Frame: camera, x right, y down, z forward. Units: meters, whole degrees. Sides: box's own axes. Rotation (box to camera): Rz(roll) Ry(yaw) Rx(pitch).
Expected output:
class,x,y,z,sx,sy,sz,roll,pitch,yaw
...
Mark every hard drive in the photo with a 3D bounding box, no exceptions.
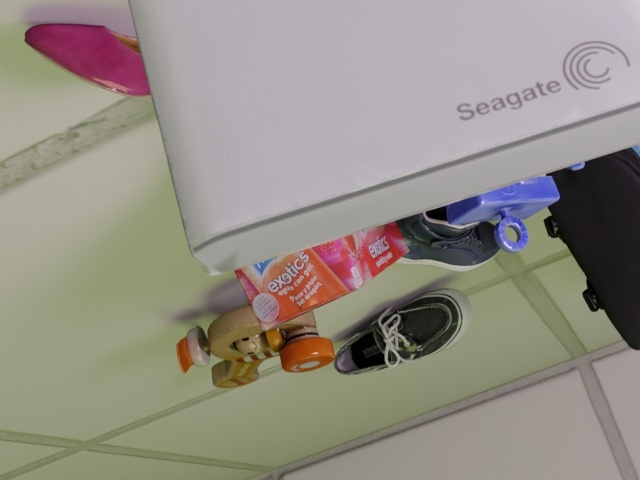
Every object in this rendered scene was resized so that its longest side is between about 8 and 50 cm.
class,x,y,z,sx,sy,sz,roll,pitch,yaw
hard drive,0.007,-0.178,0.479,0.233,0.353,0.047,-17,157,0

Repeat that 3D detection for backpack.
class,x,y,z,sx,sy,sz,roll,pitch,yaw
backpack,0.517,-0.044,1.266,0.355,0.290,0.273,-7,156,-45

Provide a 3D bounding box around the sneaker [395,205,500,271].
class,x,y,z,sx,sy,sz,roll,pitch,yaw
sneaker,0.209,-0.022,1.329,0.226,0.086,0.163,-1,155,-31

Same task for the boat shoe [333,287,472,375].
class,x,y,z,sx,sy,sz,roll,pitch,yaw
boat shoe,0.142,0.177,1.708,0.306,0.113,0.105,-26,172,42

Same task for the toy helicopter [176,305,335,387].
class,x,y,z,sx,sy,sz,roll,pitch,yaw
toy helicopter,-0.133,0.183,1.499,0.235,0.140,0.355,-7,158,-19

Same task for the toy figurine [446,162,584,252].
class,x,y,z,sx,sy,sz,roll,pitch,yaw
toy figurine,0.190,-0.077,1.022,0.363,0.217,0.191,-3,153,-30

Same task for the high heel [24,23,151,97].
class,x,y,z,sx,sy,sz,roll,pitch,yaw
high heel,-0.120,-0.177,0.790,0.244,0.082,0.117,13,113,-27

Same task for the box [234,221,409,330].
class,x,y,z,sx,sy,sz,roll,pitch,yaw
box,0.000,0.000,1.065,0.123,0.128,0.257,-26,179,20
